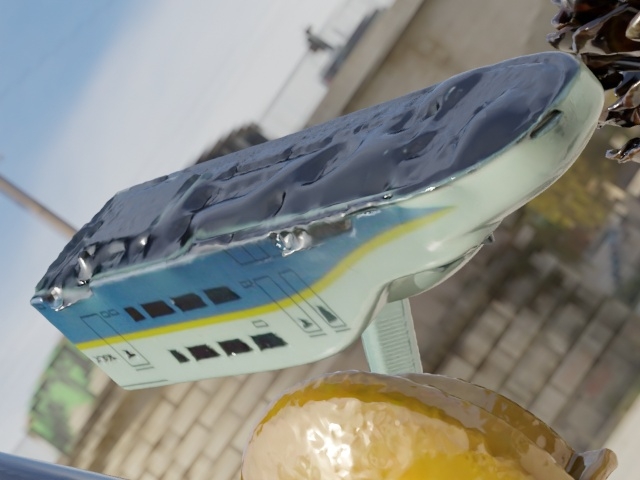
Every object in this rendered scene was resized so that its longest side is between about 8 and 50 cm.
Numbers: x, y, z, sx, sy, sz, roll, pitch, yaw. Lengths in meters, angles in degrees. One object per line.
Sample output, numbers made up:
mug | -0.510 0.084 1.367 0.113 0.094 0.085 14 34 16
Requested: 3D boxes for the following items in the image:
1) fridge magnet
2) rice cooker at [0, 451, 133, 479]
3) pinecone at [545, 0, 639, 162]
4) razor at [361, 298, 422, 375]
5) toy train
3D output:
fridge magnet | 0.039 0.097 0.590 0.063 0.143 0.143 -48 -11 -39
rice cooker | -0.167 0.306 1.222 0.335 0.325 0.335 9 -90 -74
pinecone | 0.246 -0.142 1.127 0.224 0.272 0.224 -38 0 0
razor | 0.044 0.105 1.053 0.056 0.111 0.277 -13 -44 -9
toy train | 0.000 0.000 0.488 0.234 0.051 0.052 -14 34 55
